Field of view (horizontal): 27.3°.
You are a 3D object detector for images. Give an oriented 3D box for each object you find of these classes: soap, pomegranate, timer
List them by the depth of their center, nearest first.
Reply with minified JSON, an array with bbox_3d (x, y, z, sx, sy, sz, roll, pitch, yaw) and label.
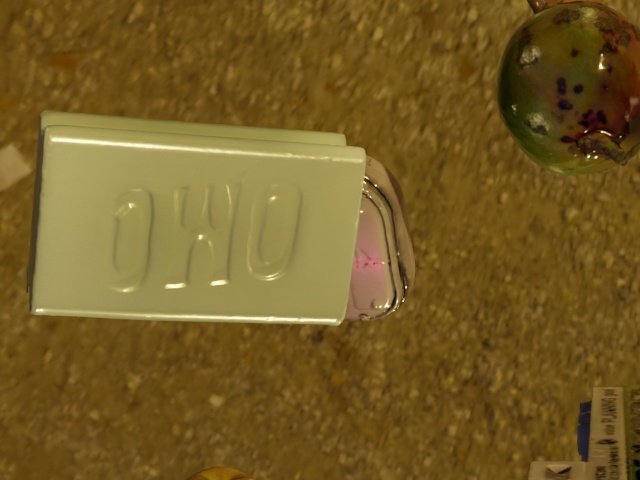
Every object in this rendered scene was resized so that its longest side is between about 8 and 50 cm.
[{"bbox_3d":[-0.105,-0.016,1.101,0.265,0.087,0.160,3,104,-17],"label":"soap"},{"bbox_3d":[0.237,-0.158,1.166,0.156,0.220,0.156,16,154,8],"label":"pomegranate"},{"bbox_3d":[0.000,0.000,1.399,0.190,0.069,0.209,0,129,19],"label":"timer"}]

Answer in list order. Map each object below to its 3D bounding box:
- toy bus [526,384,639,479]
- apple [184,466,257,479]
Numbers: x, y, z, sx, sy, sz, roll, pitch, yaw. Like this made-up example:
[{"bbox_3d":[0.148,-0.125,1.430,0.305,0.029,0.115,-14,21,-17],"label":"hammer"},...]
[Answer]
[{"bbox_3d":[0.196,0.161,0.774,0.139,0.301,0.113,-1,96,13],"label":"toy bus"},{"bbox_3d":[-0.089,0.258,1.201,0.099,0.114,0.102,9,102,-12],"label":"apple"}]
